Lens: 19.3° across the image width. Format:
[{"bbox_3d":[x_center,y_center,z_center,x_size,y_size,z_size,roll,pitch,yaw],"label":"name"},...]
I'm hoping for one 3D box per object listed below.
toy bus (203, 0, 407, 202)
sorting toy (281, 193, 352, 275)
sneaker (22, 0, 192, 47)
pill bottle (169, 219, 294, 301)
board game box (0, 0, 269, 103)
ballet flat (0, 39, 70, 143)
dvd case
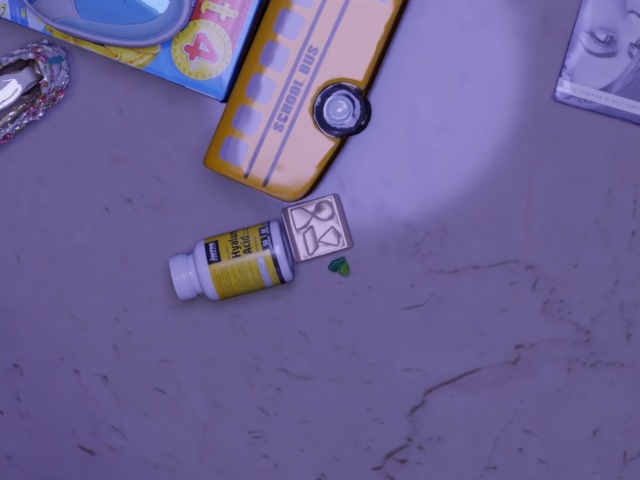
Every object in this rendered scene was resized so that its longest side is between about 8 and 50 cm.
[{"bbox_3d":[0.011,-0.201,1.838,0.130,0.108,0.332,23,95,3],"label":"toy bus"},{"bbox_3d":[0.000,0.000,1.896,0.062,0.012,0.083,-16,89,-1],"label":"sorting toy"},{"bbox_3d":[-0.270,-0.278,1.712,0.319,0.208,0.127,29,93,1],"label":"sneaker"},{"bbox_3d":[-0.089,0.024,1.877,0.116,0.065,0.065,-16,92,4],"label":"pill bottle"},{"bbox_3d":[-0.179,-0.329,1.851,0.302,0.086,0.308,20,94,2],"label":"board game box"},{"bbox_3d":[-0.356,-0.119,1.879,0.241,0.077,0.091,-39,91,5],"label":"ballet flat"},{"bbox_3d":[0.340,-0.222,1.862,0.164,0.018,0.221,17,94,2],"label":"dvd case"}]
